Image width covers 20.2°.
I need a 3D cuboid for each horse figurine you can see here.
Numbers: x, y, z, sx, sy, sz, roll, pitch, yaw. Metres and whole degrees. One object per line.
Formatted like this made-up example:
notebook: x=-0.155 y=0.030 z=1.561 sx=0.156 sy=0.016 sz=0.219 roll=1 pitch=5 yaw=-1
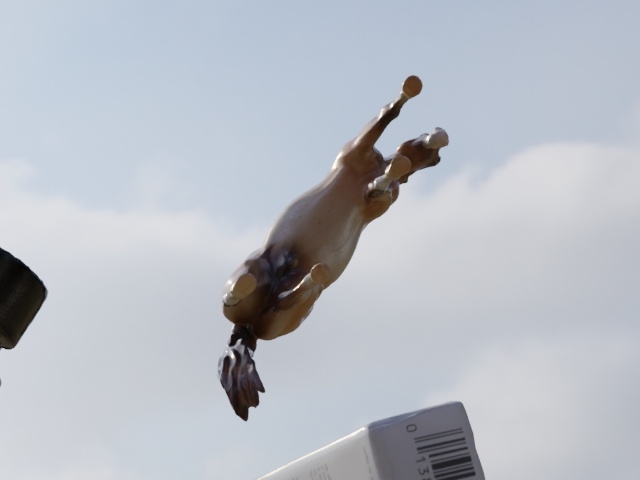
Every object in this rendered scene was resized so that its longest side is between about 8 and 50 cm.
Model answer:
horse figurine: x=0.000 y=0.000 z=1.171 sx=0.066 sy=0.263 sz=0.174 roll=37 pitch=-15 yaw=0

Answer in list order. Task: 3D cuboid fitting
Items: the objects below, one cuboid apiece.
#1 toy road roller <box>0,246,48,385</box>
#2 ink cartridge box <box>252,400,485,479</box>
toy road roller: x=-0.363 y=0.074 z=1.334 sx=0.241 sy=0.202 sz=0.329 roll=33 pitch=-22 yaw=-4
ink cartridge box: x=0.013 y=0.192 z=0.823 sx=0.066 sy=0.189 sz=0.232 roll=-10 pitch=-13 yaw=-27
